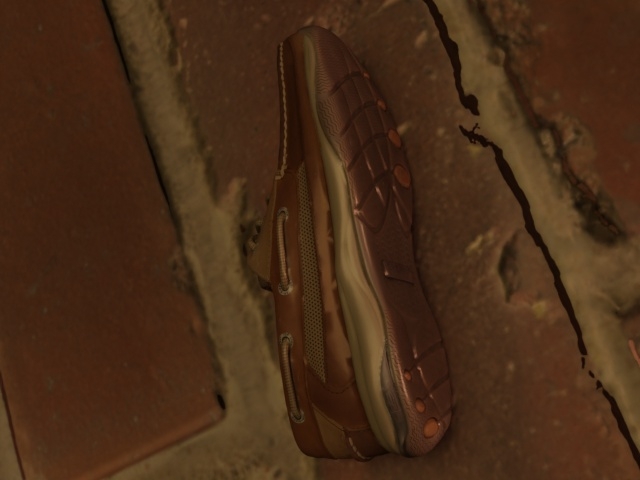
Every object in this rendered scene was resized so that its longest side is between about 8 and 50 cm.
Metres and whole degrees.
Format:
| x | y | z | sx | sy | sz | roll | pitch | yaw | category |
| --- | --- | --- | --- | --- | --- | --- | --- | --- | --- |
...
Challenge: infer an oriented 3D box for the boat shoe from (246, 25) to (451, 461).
| x | y | z | sx | sy | sz | roll | pitch | yaw | category |
| --- | --- | --- | --- | --- | --- | --- | --- | --- | --- |
| 0.000 | 0.000 | 0.872 | 0.116 | 0.123 | 0.324 | -19 | 67 | 25 | boat shoe |
